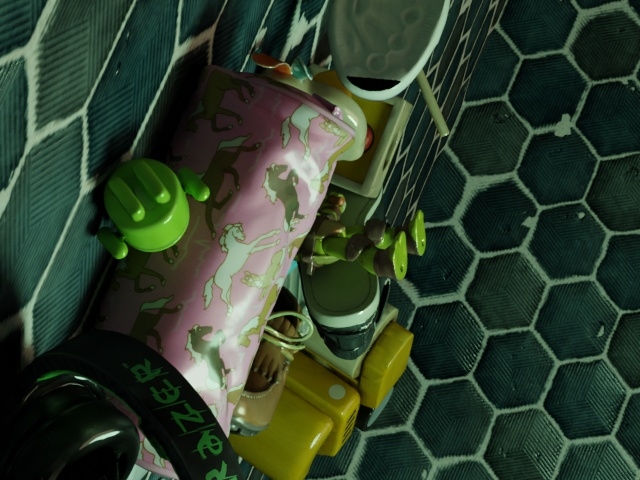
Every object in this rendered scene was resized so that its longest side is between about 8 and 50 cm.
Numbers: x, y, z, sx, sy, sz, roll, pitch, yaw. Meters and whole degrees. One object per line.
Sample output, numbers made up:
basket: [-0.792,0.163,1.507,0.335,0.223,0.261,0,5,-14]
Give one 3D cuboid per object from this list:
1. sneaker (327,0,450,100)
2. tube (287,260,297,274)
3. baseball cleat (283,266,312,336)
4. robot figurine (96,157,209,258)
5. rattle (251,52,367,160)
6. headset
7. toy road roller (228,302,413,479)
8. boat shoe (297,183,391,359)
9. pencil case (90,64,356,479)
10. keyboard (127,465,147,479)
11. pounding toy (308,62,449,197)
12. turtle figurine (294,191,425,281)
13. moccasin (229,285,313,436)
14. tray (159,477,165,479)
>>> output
sneaker: [0.084,-0.264,1.957,0.236,0.130,0.323,87,10,-67]
tube: [-0.010,-0.026,2.223,0.052,0.080,0.207,-14,-157,47]
baseball cleat: [-0.048,0.038,2.283,0.109,0.072,0.206,-10,-112,57]
robot figurine: [-0.148,-0.030,1.458,0.101,0.067,0.115,-38,166,-8]
rattle: [-0.009,-0.183,1.846,0.143,0.130,0.200,-58,141,-23]
headset: [-0.200,0.237,1.385,0.185,0.243,0.394,-29,166,-37]
toy road roller: [-0.019,0.206,2.427,0.240,0.202,0.329,-51,166,-26]
boat shoe: [0.030,0.013,2.128,0.340,0.127,0.113,-100,179,-49]
pencil case: [-0.102,0.027,1.589,0.167,0.160,0.386,25,87,-81]
keyboard: [-0.188,0.234,2.066,0.072,0.014,0.256,-66,172,22]
pounding toy: [0.067,-0.160,2.066,0.094,0.181,0.206,0,112,-80]
turtle figurine: [0.000,0.000,1.977,0.269,0.217,0.087,-23,119,-65]
moccasin: [-0.085,0.131,2.008,0.380,0.139,0.147,-33,142,-74]
tray: [-0.243,0.395,2.060,0.270,0.030,0.145,-37,149,-73]
